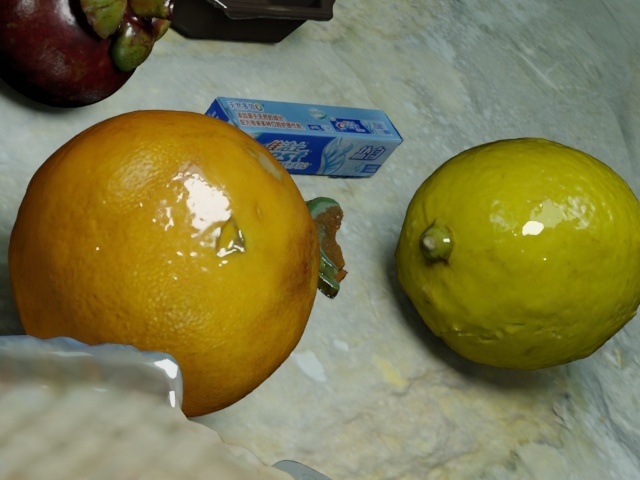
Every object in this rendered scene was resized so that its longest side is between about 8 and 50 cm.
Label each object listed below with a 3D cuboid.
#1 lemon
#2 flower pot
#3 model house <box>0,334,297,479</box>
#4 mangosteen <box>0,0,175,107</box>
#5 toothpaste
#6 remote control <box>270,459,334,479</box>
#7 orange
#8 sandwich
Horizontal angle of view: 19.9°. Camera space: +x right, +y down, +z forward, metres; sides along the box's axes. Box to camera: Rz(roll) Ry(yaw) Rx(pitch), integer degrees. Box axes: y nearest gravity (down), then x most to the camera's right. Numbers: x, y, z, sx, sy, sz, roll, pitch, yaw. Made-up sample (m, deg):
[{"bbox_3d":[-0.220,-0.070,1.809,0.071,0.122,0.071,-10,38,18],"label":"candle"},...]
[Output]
[{"bbox_3d":[0.219,0.014,1.930,0.284,0.260,0.260,37,21,-58],"label":"lemon"},{"bbox_3d":[-0.110,-0.297,2.108,0.251,0.084,0.179,-5,54,-50],"label":"flower pot"},{"bbox_3d":[-0.219,0.310,0.994,0.400,0.395,0.445,34,45,17],"label":"model house"},{"bbox_3d":[-0.229,-0.216,1.758,0.200,0.200,0.200,29,33,-21],"label":"mangosteen"},{"bbox_3d":[-0.023,-0.110,1.985,0.272,0.066,0.053,1,50,-48],"label":"toothpaste"},{"bbox_3d":[0.049,0.266,1.635,0.245,0.022,0.077,29,35,-21],"label":"remote control"},{"bbox_3d":[-0.128,0.020,1.513,0.261,0.261,0.261,29,33,-21],"label":"orange"},{"bbox_3d":[-0.001,0.001,1.906,0.067,0.029,0.135,22,36,-30],"label":"sandwich"}]
